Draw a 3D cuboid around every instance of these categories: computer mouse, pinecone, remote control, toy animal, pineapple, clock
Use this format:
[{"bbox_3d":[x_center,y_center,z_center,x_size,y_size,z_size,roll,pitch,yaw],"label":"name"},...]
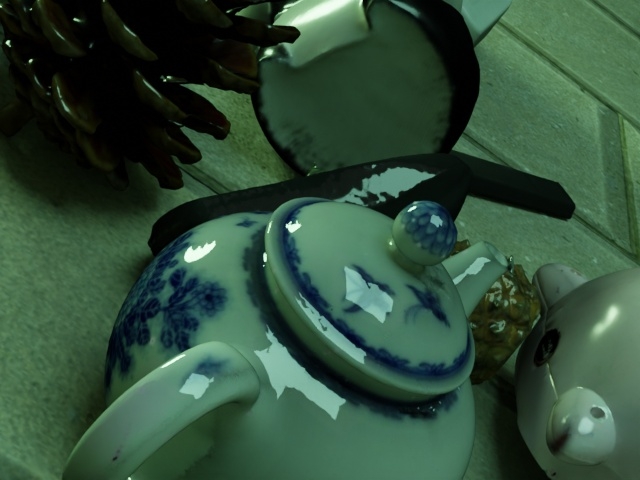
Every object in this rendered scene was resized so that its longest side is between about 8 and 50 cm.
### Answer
[{"bbox_3d":[0.000,0.000,1.013,0.269,0.137,0.086,-12,77,-13],"label":"computer mouse"},{"bbox_3d":[-0.132,-0.178,1.029,0.244,0.309,0.244,50,13,-16],"label":"pinecone"},{"bbox_3d":[0.219,-0.071,1.532,0.245,0.025,0.063,11,37,-42],"label":"remote control"},{"bbox_3d":[0.039,-0.208,1.314,0.251,0.251,0.310,31,32,-17],"label":"toy animal"},{"bbox_3d":[0.072,0.026,1.145,0.248,0.128,0.128,32,31,-8],"label":"pineapple"},{"bbox_3d":[0.363,0.173,1.146,0.376,0.250,0.368,32,31,-15],"label":"clock"}]

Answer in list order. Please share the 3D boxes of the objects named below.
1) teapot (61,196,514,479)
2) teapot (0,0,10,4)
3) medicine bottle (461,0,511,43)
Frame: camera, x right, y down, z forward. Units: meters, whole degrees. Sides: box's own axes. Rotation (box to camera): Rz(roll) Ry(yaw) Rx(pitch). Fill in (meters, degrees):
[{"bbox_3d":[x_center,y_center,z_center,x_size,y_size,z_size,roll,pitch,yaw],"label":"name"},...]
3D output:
[{"bbox_3d":[-0.002,0.078,0.826,0.252,0.280,0.424,49,32,16],"label":"teapot"},{"bbox_3d":[-0.289,-0.236,1.121,0.200,0.077,0.107,23,47,-29],"label":"teapot"},{"bbox_3d":[0.141,-0.320,1.674,0.179,0.124,0.324,41,28,1],"label":"medicine bottle"}]
